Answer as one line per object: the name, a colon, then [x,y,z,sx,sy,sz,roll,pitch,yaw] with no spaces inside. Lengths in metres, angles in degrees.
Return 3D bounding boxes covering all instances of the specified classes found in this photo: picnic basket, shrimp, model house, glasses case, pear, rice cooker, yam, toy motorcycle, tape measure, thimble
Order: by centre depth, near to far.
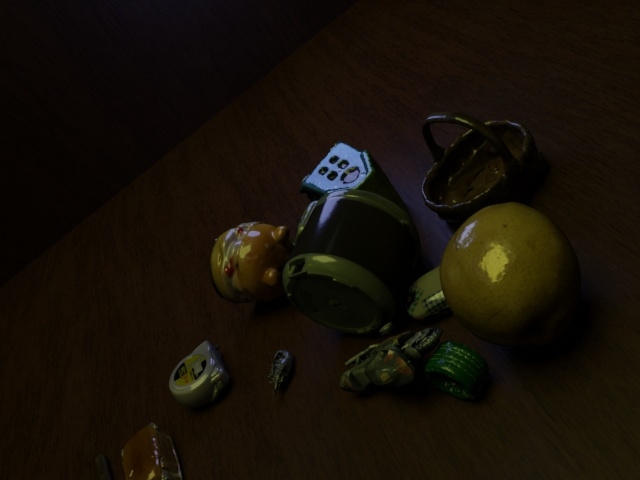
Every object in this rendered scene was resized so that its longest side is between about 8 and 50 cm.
pear: [0.407,0.079,1.440,0.314,0.314,0.314,-27,34,20]
thimble: [0.299,0.284,1.475,0.130,0.118,0.090,27,64,27]
toy motorcycle: [0.159,0.280,1.575,0.173,0.108,0.307,-43,4,-34]
glasses case: [0.356,0.095,1.679,0.327,0.076,0.125,-30,35,17]
rice cooker: [0.083,0.047,1.801,0.335,0.335,0.325,-9,44,40]
picnic basket: [0.400,-0.226,1.803,0.337,0.337,0.293,-50,33,-15]
shrimp: [-0.115,0.366,1.859,0.065,0.056,0.165,-3,36,23]
yam: [-0.607,0.722,1.947,0.045,0.045,0.327,-25,27,-19]
tape measure: [-0.362,0.414,2.021,0.178,0.105,0.196,-32,34,0]
model house: [0.127,-0.136,2.057,0.215,0.237,0.303,-49,35,-11]

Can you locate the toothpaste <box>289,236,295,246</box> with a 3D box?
toothpaste: [-0.100,0.008,2.310,0.017,0.020,0.083,-42,32,1]

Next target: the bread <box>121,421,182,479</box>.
bread: [-0.473,0.625,1.869,0.136,0.107,0.241,-43,32,1]

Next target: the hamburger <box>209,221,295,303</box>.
hamburger: [-0.183,0.066,2.106,0.237,0.276,0.276,-10,43,35]
